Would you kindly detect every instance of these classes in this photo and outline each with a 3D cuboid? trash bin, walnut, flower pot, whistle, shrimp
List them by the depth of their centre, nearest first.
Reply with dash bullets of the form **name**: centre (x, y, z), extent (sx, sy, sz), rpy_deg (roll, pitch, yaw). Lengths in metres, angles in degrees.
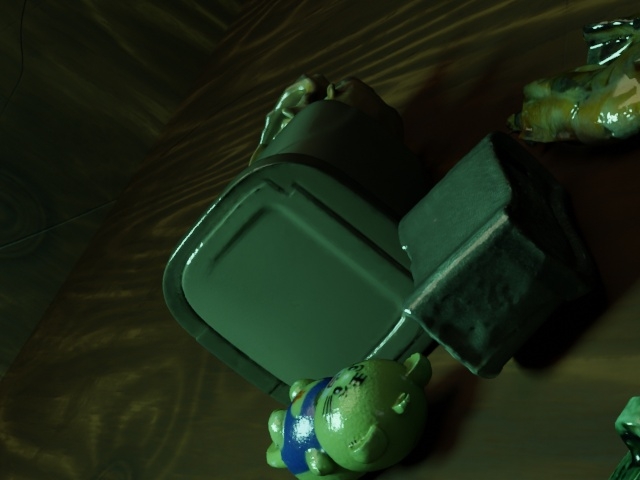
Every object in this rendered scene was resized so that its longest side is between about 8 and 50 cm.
- **flower pot**: centre (0.133, 0.005, 1.119), extent (0.108, 0.103, 0.229), rpy_deg (-46, 15, 20)
- **whistle**: centre (0.015, 0.150, 1.196), extent (0.105, 0.085, 0.227), rpy_deg (-53, 13, -31)
- **shrimp**: centre (0.233, -0.141, 1.210), extent (0.145, 0.059, 0.254), rpy_deg (-54, 16, -8)
- **trash bin**: centre (0.000, 0.000, 1.342), extent (0.219, 0.220, 0.250), rpy_deg (-46, 11, 23)
- **walnut**: centre (0.008, -0.070, 1.574), extent (0.204, 0.141, 0.238), rpy_deg (-66, 18, 1)

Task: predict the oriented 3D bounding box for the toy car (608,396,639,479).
- **toy car**: centre (0.183, 0.144, 0.658), extent (0.136, 0.125, 0.306), rpy_deg (-57, -6, -16)
